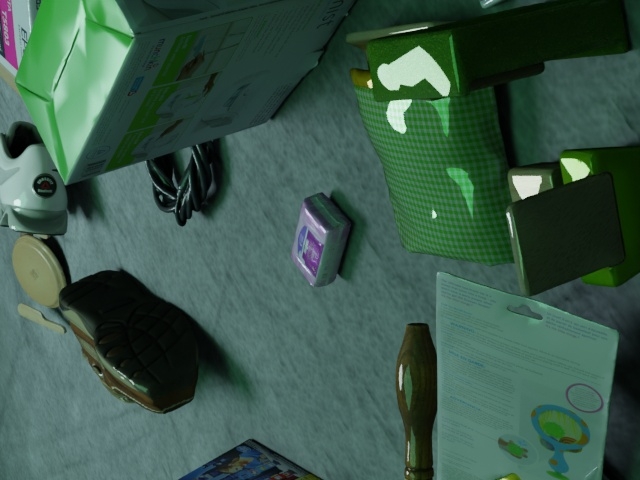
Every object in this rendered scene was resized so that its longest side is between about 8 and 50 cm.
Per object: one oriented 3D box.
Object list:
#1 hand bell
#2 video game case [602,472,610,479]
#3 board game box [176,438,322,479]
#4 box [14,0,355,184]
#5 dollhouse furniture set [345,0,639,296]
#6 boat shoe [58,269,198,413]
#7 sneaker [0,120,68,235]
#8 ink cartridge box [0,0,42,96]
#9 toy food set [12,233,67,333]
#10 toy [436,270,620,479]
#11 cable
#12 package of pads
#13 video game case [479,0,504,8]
[{"bbox_3d":[0.085,0.193,1.112,0.126,0.126,0.242,6,99,58],"label":"hand bell"},{"bbox_3d":[0.179,0.232,1.081,0.183,0.023,0.201,51,143,33],"label":"video game case"},{"bbox_3d":[-0.107,0.306,1.429,0.194,0.194,0.060,17,121,56],"label":"board game box"},{"bbox_3d":[-0.121,-0.182,1.138,0.127,0.231,0.262,62,150,12],"label":"box"},{"bbox_3d":[0.081,-0.060,0.947,0.301,0.151,0.198,6,111,58],"label":"dollhouse furniture set"},{"bbox_3d":[-0.238,0.145,1.652,0.324,0.122,0.120,37,142,57],"label":"boat shoe"},{"bbox_3d":[-0.436,-0.101,1.858,0.330,0.122,0.146,15,101,57],"label":"sneaker"},{"bbox_3d":[-0.366,-0.305,1.629,0.193,0.088,0.235,42,138,43],"label":"ink cartridge box"},{"bbox_3d":[-0.431,0.043,1.983,0.132,0.038,0.192,21,126,35],"label":"toy food set"},{"bbox_3d":[0.157,0.121,0.967,0.136,0.056,0.237,18,131,25],"label":"toy"},{"bbox_3d":[-0.161,-0.106,1.449,0.150,0.047,0.185,8,110,52],"label":"cable"},{"bbox_3d":[0.000,0.000,1.240,0.050,0.032,0.083,52,145,33],"label":"package of pads"},{"bbox_3d":[0.138,-0.252,0.880,0.157,0.019,0.143,-19,90,60],"label":"video game case"}]
